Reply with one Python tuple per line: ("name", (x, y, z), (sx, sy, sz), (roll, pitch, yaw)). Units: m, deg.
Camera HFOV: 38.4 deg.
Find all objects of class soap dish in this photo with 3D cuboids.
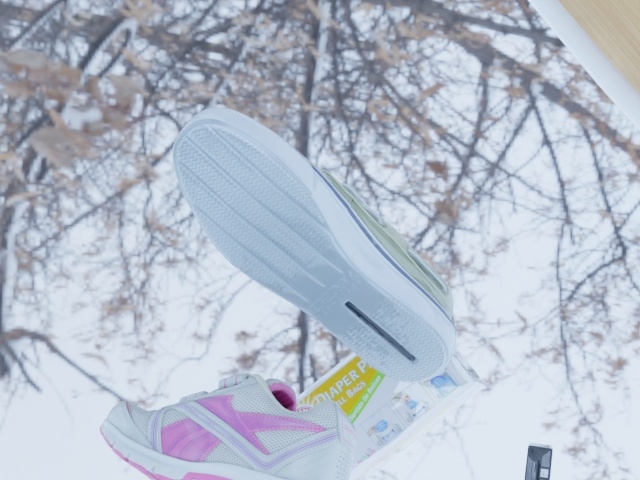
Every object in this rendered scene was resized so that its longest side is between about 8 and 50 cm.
("soap dish", (0.370, -0.265, 1.087), (0.291, 0.229, 0.118), (49, -57, -1))

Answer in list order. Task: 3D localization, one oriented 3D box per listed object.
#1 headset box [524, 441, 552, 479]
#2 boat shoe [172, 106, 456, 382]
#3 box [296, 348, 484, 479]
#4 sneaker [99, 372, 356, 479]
("headset box", (0.274, 0.288, 1.155), (0.032, 0.083, 0.062), (6, -97, 13))
("boat shoe", (0.000, 0.000, 0.787), (0.109, 0.302, 0.094), (-36, -163, 29))
("box", (0.061, 0.175, 0.984), (0.203, 0.114, 0.103), (-39, -108, 5))
("sneaker", (-0.069, 0.164, 0.750), (0.252, 0.103, 0.111), (9, -120, 33))
